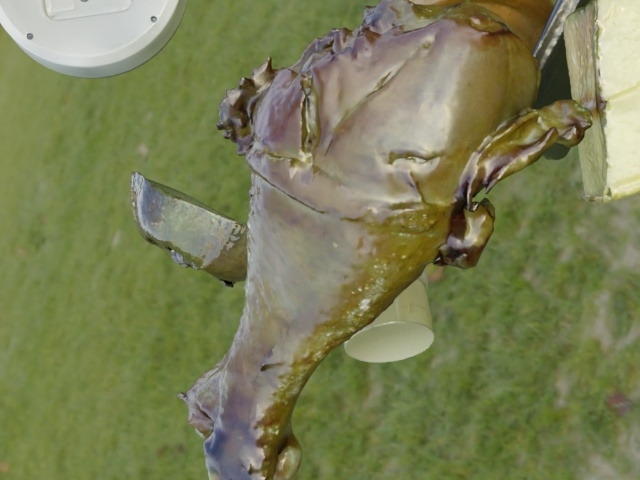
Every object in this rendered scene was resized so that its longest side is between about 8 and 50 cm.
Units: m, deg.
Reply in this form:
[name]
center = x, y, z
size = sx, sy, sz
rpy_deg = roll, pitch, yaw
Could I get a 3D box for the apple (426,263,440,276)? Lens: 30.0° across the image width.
[apple]
center = 0.100, -0.047, 1.592
size = 0.174, 0.188, 0.207
rpy_deg = -56, -4, -12

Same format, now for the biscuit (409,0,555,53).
[biscuit]
center = 0.175, -0.210, 1.450
size = 0.262, 0.262, 0.037
rpy_deg = -55, 35, 31

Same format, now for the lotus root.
[lotus root]
center = -0.128, -0.001, 1.303
size = 0.183, 0.203, 0.078
rpy_deg = 4, -69, -89

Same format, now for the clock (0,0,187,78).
[clock]
center = -0.270, -0.308, 1.387
size = 0.083, 0.230, 0.230
rpy_deg = 86, -159, -86

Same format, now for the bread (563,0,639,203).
[bread]
center = 0.332, -0.117, 0.939
size = 0.167, 0.264, 0.163
rpy_deg = -26, -68, -81

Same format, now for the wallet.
[wallet]
center = 0.293, -0.214, 1.351
size = 0.052, 0.168, 0.245
rpy_deg = 29, 95, 34

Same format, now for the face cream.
[face cream]
center = 0.041, -0.017, 0.957
size = 0.070, 0.114, 0.224
rpy_deg = -26, 55, 29

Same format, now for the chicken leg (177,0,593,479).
[chicken leg]
center = -0.007, -0.014, 0.798
size = 0.361, 0.140, 0.211
rpy_deg = -49, 58, 18
